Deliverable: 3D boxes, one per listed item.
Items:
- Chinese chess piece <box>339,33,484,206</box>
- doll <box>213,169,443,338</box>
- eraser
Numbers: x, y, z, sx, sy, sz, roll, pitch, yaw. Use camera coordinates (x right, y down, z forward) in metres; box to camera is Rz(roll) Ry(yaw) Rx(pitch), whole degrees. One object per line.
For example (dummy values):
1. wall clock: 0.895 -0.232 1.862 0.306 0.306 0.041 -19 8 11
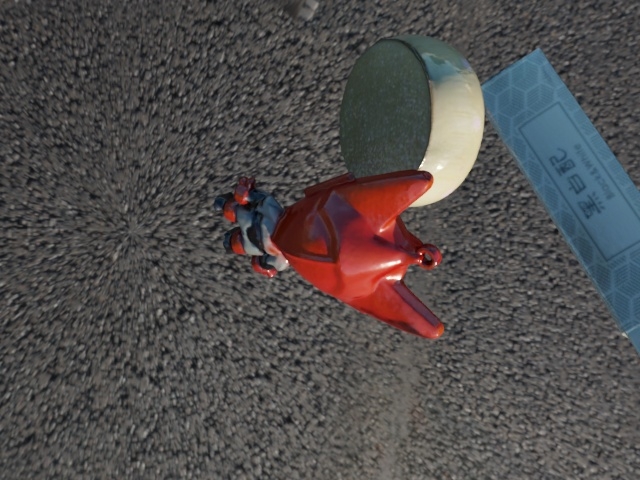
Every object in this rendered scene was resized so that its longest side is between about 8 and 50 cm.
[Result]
1. Chinese chess piece: 0.063 -0.085 0.567 0.051 0.122 0.122 -2 91 -31
2. doll: 0.000 0.000 0.512 0.057 0.169 0.109 -39 129 -51
3. eraser: 0.311 -0.019 0.863 0.096 0.098 0.404 -33 67 17
